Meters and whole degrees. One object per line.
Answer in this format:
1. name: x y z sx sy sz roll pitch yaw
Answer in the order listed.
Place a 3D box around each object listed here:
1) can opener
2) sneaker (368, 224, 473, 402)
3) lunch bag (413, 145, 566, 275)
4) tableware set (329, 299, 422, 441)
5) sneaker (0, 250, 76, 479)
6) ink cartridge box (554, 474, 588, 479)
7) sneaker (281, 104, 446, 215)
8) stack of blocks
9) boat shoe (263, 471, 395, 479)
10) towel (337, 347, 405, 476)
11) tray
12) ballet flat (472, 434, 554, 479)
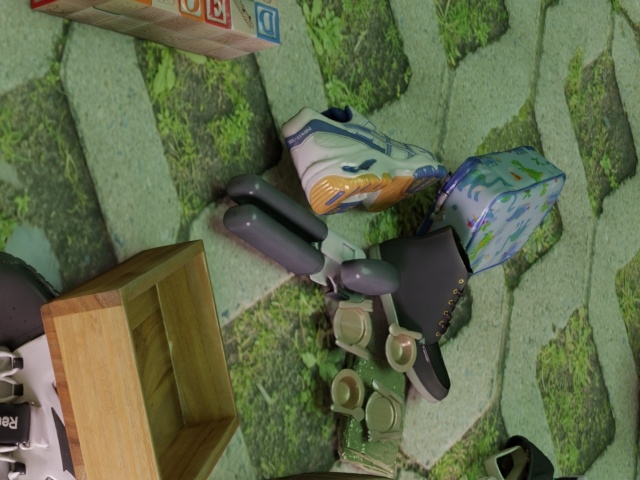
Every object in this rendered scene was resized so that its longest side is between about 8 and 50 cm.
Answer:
1. can opener: 0.000 0.000 1.766 0.283 0.095 0.076 35 54 -52
2. sneaker: 0.150 0.095 1.910 0.083 0.118 0.222 -62 133 -71
3. lunch bag: 0.221 -0.033 2.021 0.090 0.176 0.219 41 32 22
4. tableware set: 0.061 0.157 1.823 0.141 0.020 0.169 25 66 -40
5. sneaker: -0.265 0.174 1.346 0.146 0.122 0.331 -35 109 -53
6. ink cartridge box: 0.377 0.551 2.167 0.307 0.072 0.304 59 40 -29
7. sneaker: 0.058 -0.111 1.865 0.131 0.112 0.296 62 23 12
8. stack of blocks: -0.173 -0.308 1.619 0.297 0.087 0.171 9 74 -52
9. boat shoe: -0.023 0.308 1.663 0.285 0.103 0.092 1 86 -50
10. towel: 0.062 0.210 1.858 0.110 0.027 0.148 31 59 -45
11. tray: -0.154 0.123 1.384 0.411 0.076 0.203 -55 134 -83
12. ballet flat: 0.233 0.346 2.011 0.096 0.095 0.280 61 29 -8
